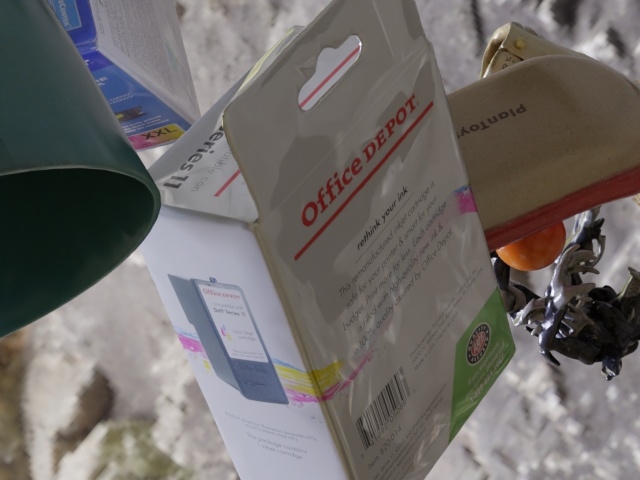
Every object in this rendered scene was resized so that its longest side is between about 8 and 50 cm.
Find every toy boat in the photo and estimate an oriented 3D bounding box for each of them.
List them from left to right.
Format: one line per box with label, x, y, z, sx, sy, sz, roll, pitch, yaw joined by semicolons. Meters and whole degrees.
toy boat;0.157;-0.039;1.268;0.151;0.231;0.151;-116;4;-49

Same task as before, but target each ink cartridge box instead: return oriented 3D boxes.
ink cartridge box;-0.232;-0.230;1.300;0.395;0.151;0.270;46;-150;-79
ink cartridge box;0.000;0.000;1.075;0.119;0.207;0.353;11;135;36

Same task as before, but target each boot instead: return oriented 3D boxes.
boot;0.241;-0.108;1.450;0.203;0.262;0.095;25;113;-9

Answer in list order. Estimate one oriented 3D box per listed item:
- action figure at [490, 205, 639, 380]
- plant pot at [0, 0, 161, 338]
action figure;0.206;0.028;1.450;0.276;0.164;0.141;23;119;-10
plant pot;-0.266;-0.070;0.894;0.235;0.293;0.293;66;156;15
